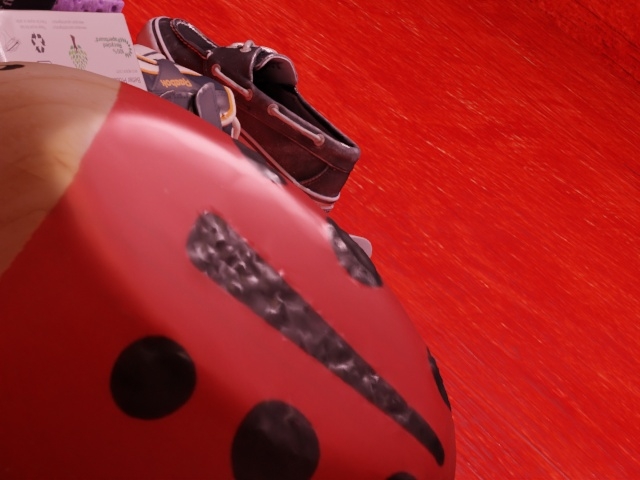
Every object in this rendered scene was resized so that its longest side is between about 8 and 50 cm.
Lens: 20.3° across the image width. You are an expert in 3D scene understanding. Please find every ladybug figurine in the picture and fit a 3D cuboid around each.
[{"bbox_3d":[-0.077,0.061,1.034,0.449,0.162,0.305,39,45,-20],"label":"ladybug figurine"}]

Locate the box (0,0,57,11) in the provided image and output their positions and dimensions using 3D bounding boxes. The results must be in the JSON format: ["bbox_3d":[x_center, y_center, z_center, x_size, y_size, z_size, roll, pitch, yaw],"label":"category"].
[{"bbox_3d":[-0.385,-0.230,1.192,0.395,0.293,0.212,13,28,-45],"label":"box"}]

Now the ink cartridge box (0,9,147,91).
[{"bbox_3d":[-0.148,0.009,1.197,0.165,0.065,0.333,-9,80,-62],"label":"ink cartridge box"}]

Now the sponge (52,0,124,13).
[{"bbox_3d":[-0.261,-0.166,1.488,0.031,0.117,0.210,44,22,23],"label":"sponge"}]

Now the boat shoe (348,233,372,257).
[{"bbox_3d":[0.000,0.000,1.636,0.100,0.035,0.035,12,2,-38],"label":"boat shoe"}]

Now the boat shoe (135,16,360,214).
[{"bbox_3d":[-0.069,-0.147,1.757,0.108,0.102,0.301,9,31,-49],"label":"boat shoe"}]

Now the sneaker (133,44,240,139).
[{"bbox_3d":[-0.145,-0.089,1.476,0.127,0.126,0.321,29,18,3],"label":"sneaker"}]
